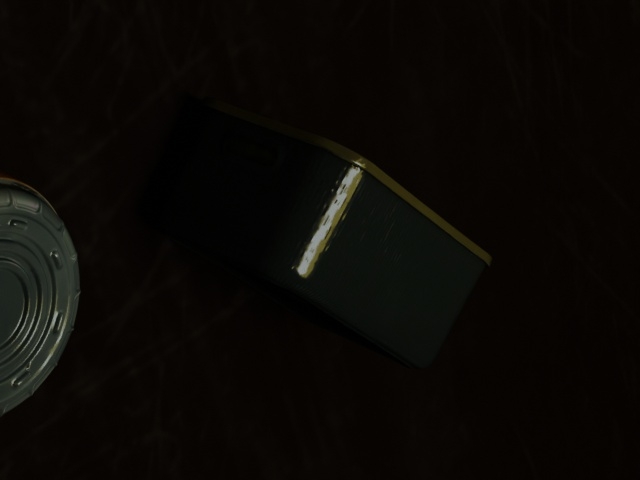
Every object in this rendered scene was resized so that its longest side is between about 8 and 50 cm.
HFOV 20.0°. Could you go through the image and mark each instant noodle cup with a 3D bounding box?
[{"bbox_3d":[-0.203,0.020,0.923,0.177,0.125,0.208,-8,110,-49],"label":"instant noodle cup"}]

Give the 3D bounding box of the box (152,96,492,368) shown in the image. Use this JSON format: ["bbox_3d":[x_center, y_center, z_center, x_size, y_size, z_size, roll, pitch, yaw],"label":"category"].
[{"bbox_3d":[0.000,0.000,1.149,0.201,0.144,0.090,34,81,-52],"label":"box"}]
